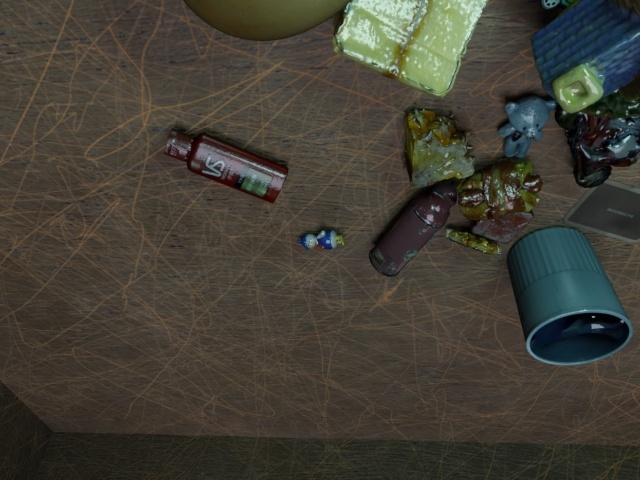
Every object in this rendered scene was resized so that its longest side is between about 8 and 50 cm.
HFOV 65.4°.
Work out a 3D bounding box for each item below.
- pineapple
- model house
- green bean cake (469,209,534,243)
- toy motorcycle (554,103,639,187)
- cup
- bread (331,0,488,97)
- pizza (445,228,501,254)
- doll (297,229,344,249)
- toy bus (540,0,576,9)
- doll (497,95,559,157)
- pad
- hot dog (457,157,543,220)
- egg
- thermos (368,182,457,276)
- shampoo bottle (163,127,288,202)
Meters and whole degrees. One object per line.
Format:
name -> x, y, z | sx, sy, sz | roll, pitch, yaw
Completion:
pineapple -> 0.278, -0.211, 1.217 | 0.236, 0.115, 0.186 | 32, 129, -29
model house -> 0.519, -0.304, 0.807 | 0.321, 0.266, 0.261 | -27, 102, 46
green bean cake -> 0.502, -0.062, 1.388 | 0.135, 0.057, 0.136 | 16, 135, -13
toy motorcycle -> 0.636, -0.281, 1.104 | 0.207, 0.134, 0.401 | -23, 131, 24
cup -> 0.713, 0.160, 1.417 | 0.330, 0.311, 0.257 | 20, 134, -16
bread -> 0.176, -0.433, 0.952 | 0.263, 0.199, 0.236 | 19, 126, -17
pizza -> 0.445, 0.006, 1.425 | 0.178, 0.131, 0.041 | 20, 99, 3
doll -> 0.000, 0.000, 1.492 | 0.142, 0.058, 0.099 | -2, 150, 13
toy bus -> 0.385, -0.515, 0.919 | 0.261, 0.091, 0.109 | 17, 127, -15
doll -> 0.482, -0.257, 1.178 | 0.119, 0.075, 0.180 | -3, 136, 1
pad -> 0.832, -0.077, 1.386 | 0.265, 0.002, 0.176 | 14, 135, -10
hot dog -> 0.454, -0.124, 1.265 | 0.213, 0.103, 0.146 | -18, 100, 5
egg -> -0.076, -0.496, 0.817 | 0.373, 0.301, 0.301 | -15, 132, 16
thermos -> 0.277, -0.032, 1.398 | 0.136, 0.110, 0.330 | 21, 133, -16
shampoo bottle -> -0.243, -0.197, 1.292 | 0.313, 0.076, 0.118 | 21, 136, -16
